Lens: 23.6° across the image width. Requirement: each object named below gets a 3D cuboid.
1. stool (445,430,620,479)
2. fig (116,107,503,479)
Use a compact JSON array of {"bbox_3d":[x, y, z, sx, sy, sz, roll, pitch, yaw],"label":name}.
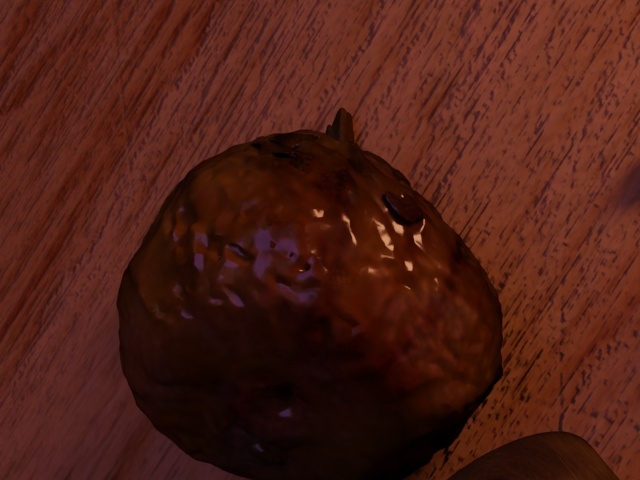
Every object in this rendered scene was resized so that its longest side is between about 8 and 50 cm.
[{"bbox_3d":[0.176,0.272,0.952,0.179,0.179,0.264,-49,50,13],"label":"stool"},{"bbox_3d":[0.000,0.000,1.177,0.286,0.286,0.369,-24,37,30],"label":"fig"}]
